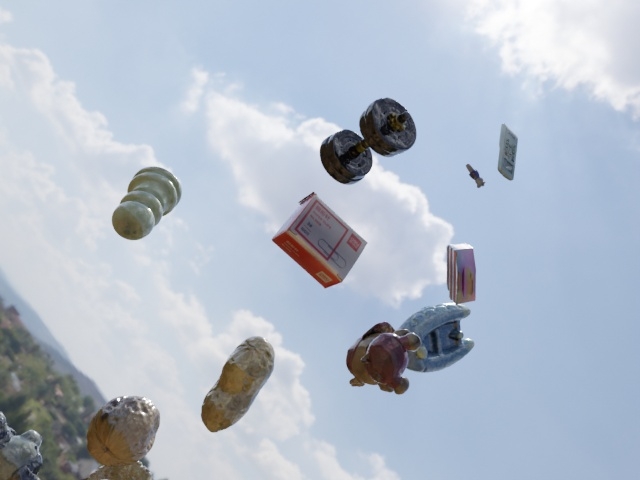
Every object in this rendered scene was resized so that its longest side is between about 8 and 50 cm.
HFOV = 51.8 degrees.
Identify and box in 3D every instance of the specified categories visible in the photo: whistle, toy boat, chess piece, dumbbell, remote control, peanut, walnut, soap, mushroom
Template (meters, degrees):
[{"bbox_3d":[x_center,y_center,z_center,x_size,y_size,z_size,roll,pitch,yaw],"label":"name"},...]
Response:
[{"bbox_3d":[0.465,-0.195,1.992,0.033,0.029,0.083,-38,-97,42],"label":"whistle"},{"bbox_3d":[0.393,0.329,2.190,0.123,0.330,0.215,8,-75,60],"label":"toy boat"},{"bbox_3d":[-0.476,-0.087,1.761,0.251,0.144,0.144,-78,147,-61],"label":"chess piece"},{"bbox_3d":[0.146,-0.310,2.091,0.388,0.185,0.185,-30,-85,48],"label":"dumbbell"},{"bbox_3d":[0.497,-0.237,1.763,0.061,0.162,0.029,33,-33,-29],"label":"remote control"},{"bbox_3d":[-0.298,0.523,2.409,0.170,0.387,0.192,26,-21,13],"label":"peanut"},{"bbox_3d":[-0.459,0.444,1.556,0.155,0.184,0.155,5,-68,12],"label":"walnut"},{"bbox_3d":[0.371,0.090,1.736,0.100,0.056,0.149,-117,-156,-78],"label":"soap"},{"bbox_3d":[-0.560,0.704,1.848,0.208,0.233,0.302,19,-40,-23],"label":"mushroom"}]

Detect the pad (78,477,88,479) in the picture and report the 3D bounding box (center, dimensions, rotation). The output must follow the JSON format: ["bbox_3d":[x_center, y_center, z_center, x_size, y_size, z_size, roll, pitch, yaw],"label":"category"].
[{"bbox_3d":[-0.670,0.876,2.369,0.315,0.063,0.375,36,-41,-26],"label":"pad"}]

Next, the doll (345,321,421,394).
[{"bbox_3d":[0.169,0.321,1.806,0.152,0.196,0.256,53,-19,-6],"label":"doll"}]

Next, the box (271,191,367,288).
[{"bbox_3d":[0.000,0.000,1.515,0.182,0.133,0.099,44,-31,-11],"label":"box"}]

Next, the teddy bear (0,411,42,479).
[{"bbox_3d":[-0.786,0.519,1.639,0.171,0.144,0.251,-19,-65,40],"label":"teddy bear"}]
